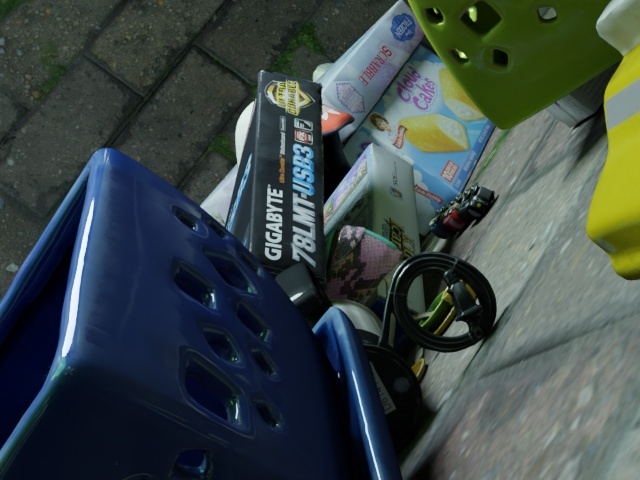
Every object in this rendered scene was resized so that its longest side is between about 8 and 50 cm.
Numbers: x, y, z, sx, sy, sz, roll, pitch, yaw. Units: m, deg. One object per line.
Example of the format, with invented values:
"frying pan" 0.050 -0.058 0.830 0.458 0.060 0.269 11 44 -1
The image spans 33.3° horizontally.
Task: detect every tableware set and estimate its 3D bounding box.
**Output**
"tableware set" 0.069 0.090 0.837 0.154 0.024 0.104 -54 2 14

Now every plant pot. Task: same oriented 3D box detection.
"plant pot" -0.088 0.128 0.578 0.236 0.212 0.236 -54 21 19
"plant pot" 0.156 -0.259 0.775 0.228 0.207 0.227 -33 28 36

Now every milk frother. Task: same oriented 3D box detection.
"milk frother" 0.044 0.069 0.749 0.143 0.129 0.135 -12 11 -4

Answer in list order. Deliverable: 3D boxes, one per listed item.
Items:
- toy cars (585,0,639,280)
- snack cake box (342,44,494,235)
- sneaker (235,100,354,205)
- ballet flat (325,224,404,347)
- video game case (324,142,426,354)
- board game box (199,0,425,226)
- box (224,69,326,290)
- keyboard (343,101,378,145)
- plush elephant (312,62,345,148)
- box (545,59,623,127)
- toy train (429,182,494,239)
"toy cars" 0.215 -0.150 0.395 0.394 0.087 0.176 -53 2 33
"snack cake box" 0.134 -0.140 1.425 0.089 0.152 0.264 -53 3 39
"sneaker" 0.000 0.000 1.278 0.131 0.148 0.350 -45 -47 -49
"ballet flat" 0.020 0.094 0.910 0.077 0.079 0.222 -54 -19 -65
"video game case" 0.007 0.073 1.091 0.269 0.061 0.244 -53 22 33
"board game box" -0.017 -0.158 1.481 0.318 0.066 0.318 -39 10 40
"box" -0.061 0.042 0.995 0.293 0.073 0.296 -92 16 -50
"keyboard" 0.076 -0.111 1.622 0.100 0.038 0.192 -17 -67 -41
"plush elephant" 0.052 -0.124 1.824 0.255 0.271 0.330 -35 -44 -53
"box" 0.279 -0.244 0.891 0.324 0.067 0.063 -56 2 -8
"toy train" 0.143 -0.026 1.098 0.158 0.027 0.036 135 160 -78
